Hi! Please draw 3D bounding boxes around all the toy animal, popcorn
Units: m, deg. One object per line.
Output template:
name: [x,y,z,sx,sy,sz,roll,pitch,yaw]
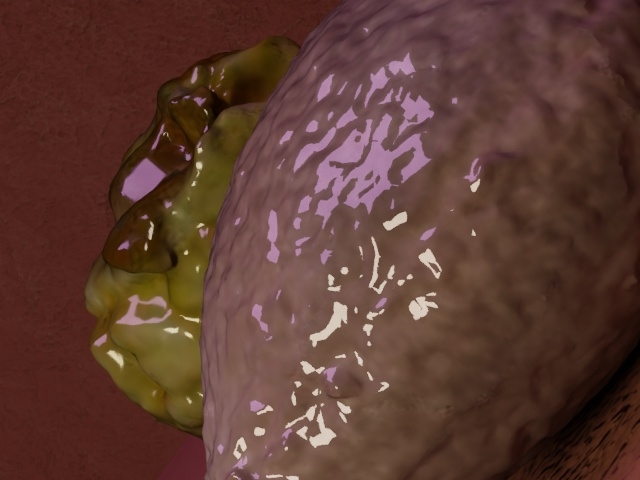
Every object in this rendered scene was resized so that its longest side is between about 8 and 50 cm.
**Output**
toy animal: [0.061,-0.018,0.826,0.358,0.188,0.226,-58,-1,-29]
popcorn: [-0.008,-0.004,1.172,0.293,0.237,0.293,-58,5,8]
